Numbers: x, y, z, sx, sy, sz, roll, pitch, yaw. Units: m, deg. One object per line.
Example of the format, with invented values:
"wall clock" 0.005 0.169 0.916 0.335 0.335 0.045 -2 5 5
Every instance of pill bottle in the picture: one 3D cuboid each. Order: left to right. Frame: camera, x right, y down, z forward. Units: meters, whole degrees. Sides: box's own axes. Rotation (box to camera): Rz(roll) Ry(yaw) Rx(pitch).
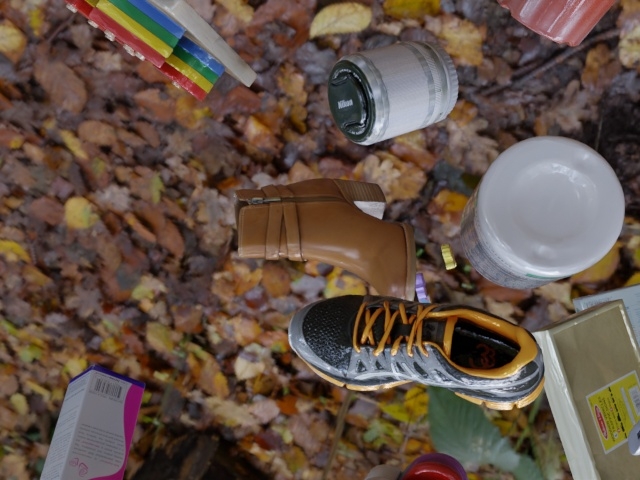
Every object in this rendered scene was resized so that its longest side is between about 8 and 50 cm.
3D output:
"pill bottle" 0.334 -0.027 1.205 0.204 0.204 0.361 19 173 7

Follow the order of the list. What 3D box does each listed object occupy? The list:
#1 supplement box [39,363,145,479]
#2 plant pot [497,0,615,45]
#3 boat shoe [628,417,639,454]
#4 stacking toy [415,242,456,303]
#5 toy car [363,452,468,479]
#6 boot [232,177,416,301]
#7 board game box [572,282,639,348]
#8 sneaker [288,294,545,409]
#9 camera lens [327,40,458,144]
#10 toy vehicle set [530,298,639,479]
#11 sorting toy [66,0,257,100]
"supplement box" -0.412 0.356 1.349 0.111 0.220 0.114 29 138 -29
"plant pot" 0.498 -0.545 1.457 0.272 0.272 0.265 26 125 -5
"boat shoe" 0.354 0.200 0.779 0.035 0.035 0.100 1 144 1
"stacking toy" 0.216 0.132 1.532 0.167 0.052 0.221 -16 93 16
"toy car" 0.136 0.342 0.974 0.159 0.136 0.182 34 -178 12
"boot" 0.000 0.000 0.999 0.220 0.283 0.109 -2 129 -14
"board game box" 0.582 0.220 1.265 0.224 0.303 0.097 -14 172 7
"sneaker" 0.078 0.080 0.609 0.214 0.084 0.083 6 156 9
"camera lens" 0.172 -0.367 1.840 0.219 0.274 0.219 40 141 44
"toy vehicle set" 0.374 0.224 0.968 0.035 0.166 0.267 -25 80 55
"sorting toy" -0.249 -0.304 1.050 0.255 0.089 0.257 36 -178 19
